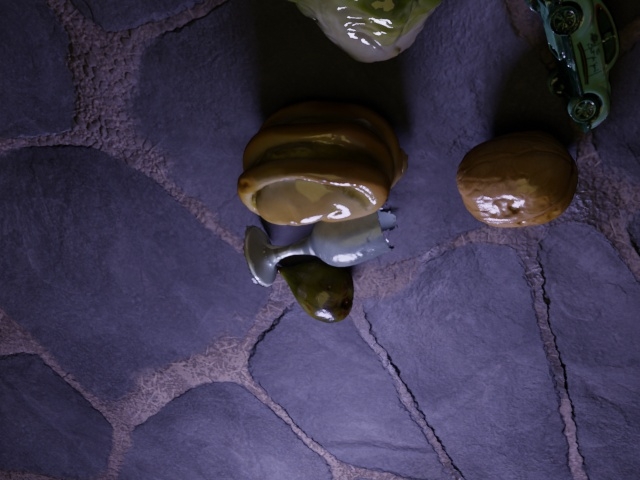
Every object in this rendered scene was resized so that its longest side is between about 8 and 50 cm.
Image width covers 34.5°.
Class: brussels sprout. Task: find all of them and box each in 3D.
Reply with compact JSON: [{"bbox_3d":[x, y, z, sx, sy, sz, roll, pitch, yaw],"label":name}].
[{"bbox_3d":[0.078,-0.444,1.720,0.274,0.242,0.316,-22,123,36],"label":"brussels sprout"}]

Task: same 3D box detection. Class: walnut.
[{"bbox_3d":[0.369,-0.113,1.941,0.226,0.193,0.193,-9,124,21],"label":"walnut"}]

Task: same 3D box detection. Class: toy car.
[{"bbox_3d":[0.449,-0.336,1.779,0.125,0.136,0.306,-22,122,5],"label":"toy car"}]

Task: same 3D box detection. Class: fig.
[{"bbox_3d":[-0.020,0.113,2.263,0.185,0.126,0.133,1,141,10],"label":"fig"}]

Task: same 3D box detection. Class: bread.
[{"bbox_3d":[-0.010,-0.150,1.974,0.316,0.270,0.211,-2,112,24],"label":"bread"}]

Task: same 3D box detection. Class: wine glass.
[{"bbox_3d":[0.000,0.000,2.157,0.321,0.143,0.143,-13,123,23],"label":"wine glass"}]
